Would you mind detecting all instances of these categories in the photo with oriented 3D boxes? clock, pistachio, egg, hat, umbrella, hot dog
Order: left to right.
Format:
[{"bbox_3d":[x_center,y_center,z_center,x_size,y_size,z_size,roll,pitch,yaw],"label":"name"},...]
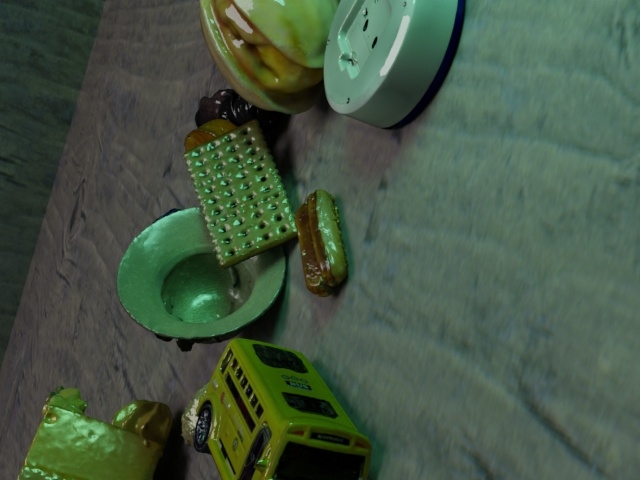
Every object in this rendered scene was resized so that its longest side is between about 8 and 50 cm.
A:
[{"bbox_3d":[-0.169,0.081,1.502,0.130,0.257,0.257,81,-179,-49],"label":"hat"},{"bbox_3d":[-0.130,0.242,1.373,0.140,0.116,0.118,-30,39,23],"label":"egg"},{"bbox_3d":[-0.151,-0.220,1.708,0.326,0.090,0.094,-167,71,-65],"label":"umbrella"},{"bbox_3d":[-0.067,-0.343,1.452,0.230,0.229,0.309,-49,52,44],"label":"pistachio"},{"bbox_3d":[0.000,0.000,1.316,0.071,0.045,0.165,-56,30,39],"label":"hot dog"},{"bbox_3d":[0.086,-0.260,1.242,0.230,0.083,0.230,-46,37,50],"label":"clock"}]

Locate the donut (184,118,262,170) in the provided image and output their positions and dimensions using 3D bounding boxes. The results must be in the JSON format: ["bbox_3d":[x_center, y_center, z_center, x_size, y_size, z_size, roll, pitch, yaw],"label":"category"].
[{"bbox_3d":[-0.156,-0.139,1.633,0.058,0.152,0.152,-44,12,-25],"label":"donut"}]

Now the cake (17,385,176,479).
[{"bbox_3d":[-0.389,0.392,1.663,0.222,0.227,0.286,125,163,-60],"label":"cake"}]

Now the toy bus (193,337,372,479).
[{"bbox_3d":[-0.041,0.242,1.146,0.151,0.145,0.331,-68,24,11],"label":"toy bus"}]

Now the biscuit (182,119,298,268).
[{"bbox_3d":[-0.124,-0.073,1.494,0.139,0.016,0.231,-24,59,5],"label":"biscuit"}]

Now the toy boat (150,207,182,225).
[{"bbox_3d":[-0.269,0.067,1.867,0.291,0.067,0.221,34,108,53],"label":"toy boat"}]
